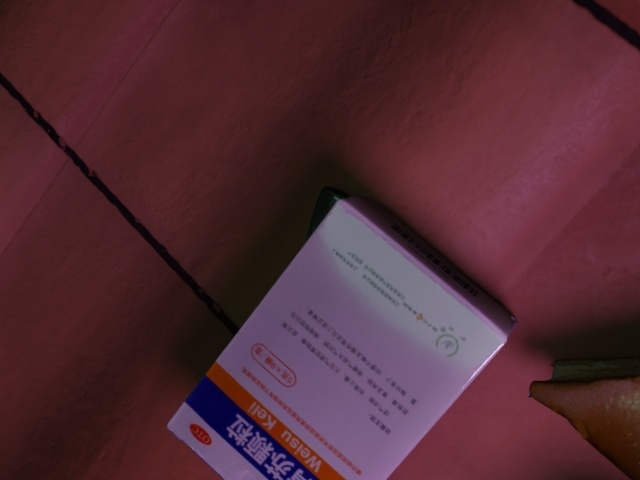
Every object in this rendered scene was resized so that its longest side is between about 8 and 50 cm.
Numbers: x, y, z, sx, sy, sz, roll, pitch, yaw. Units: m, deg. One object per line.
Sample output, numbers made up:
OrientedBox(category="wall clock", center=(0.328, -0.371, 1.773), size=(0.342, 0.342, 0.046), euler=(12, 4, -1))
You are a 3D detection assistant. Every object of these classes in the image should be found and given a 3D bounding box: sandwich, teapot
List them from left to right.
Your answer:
OrientedBox(category="teapot", center=(0.000, 0.000, 0.922), size=(0.043, 0.043, 0.110), euler=(29, 102, 21))
OrientedBox(category="sandwich", center=(0.309, 0.158, 0.742), size=(0.236, 0.122, 0.128), euler=(40, 105, 19))

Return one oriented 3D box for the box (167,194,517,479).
OrientedBox(category="box", center=(0.019, 0.131, 0.858), size=(0.200, 0.106, 0.299), euler=(40, 104, 10))
